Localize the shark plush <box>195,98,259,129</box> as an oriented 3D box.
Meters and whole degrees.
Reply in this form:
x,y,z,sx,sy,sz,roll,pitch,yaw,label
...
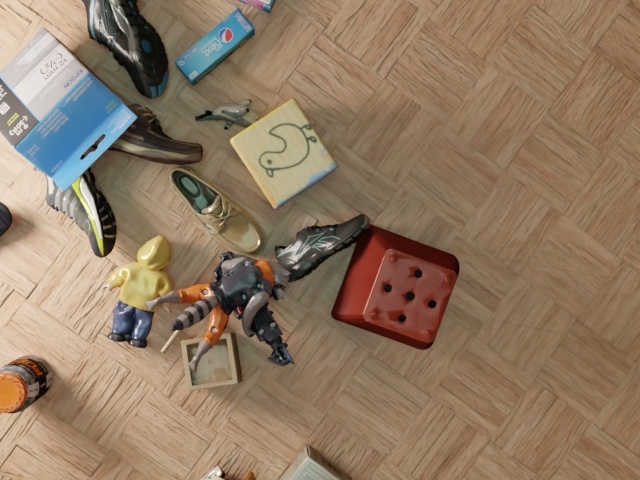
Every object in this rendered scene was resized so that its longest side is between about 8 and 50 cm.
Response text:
x,y,z,sx,sy,sz,roll,pitch,yaw,label
-0.236,-0.310,1.890,0.161,0.073,0.067,-8,122,-8,shark plush

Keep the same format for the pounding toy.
x,y,z,sx,sy,sz,roll,pitch,yaw,label
-0.306,0.272,1.887,0.181,0.094,0.206,-10,83,1,pounding toy

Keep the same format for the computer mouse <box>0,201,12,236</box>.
x,y,z,sx,sy,sz,roll,pitch,yaw,label
-0.902,-0.038,1.842,0.262,0.060,0.184,-41,108,7,computer mouse

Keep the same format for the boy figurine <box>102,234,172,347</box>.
x,y,z,sx,sy,sz,roll,pitch,yaw,label
-0.454,0.120,1.868,0.177,0.092,0.285,15,90,-4,boy figurine

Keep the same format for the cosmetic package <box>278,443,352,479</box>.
x,y,z,sx,sy,sz,roll,pitch,yaw,label
-0.066,0.701,1.901,0.160,0.113,0.309,39,90,-4,cosmetic package

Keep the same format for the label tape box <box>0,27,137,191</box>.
x,y,z,sx,sy,sz,roll,pitch,yaw,label
-0.627,-0.312,1.748,0.249,0.115,0.348,-46,57,-2,label tape box

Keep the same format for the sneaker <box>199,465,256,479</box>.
x,y,z,sx,sy,sz,roll,pitch,yaw,label
-0.303,0.643,1.901,0.290,0.106,0.123,-4,75,-6,sneaker

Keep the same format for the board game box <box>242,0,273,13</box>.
x,y,z,sx,sy,sz,roll,pitch,yaw,label
-0.226,-0.750,1.870,0.317,0.064,0.242,23,90,-4,board game box

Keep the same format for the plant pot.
x,y,z,sx,sy,sz,roll,pitch,yaw,label
0.202,0.124,1.840,0.267,0.236,0.267,20,90,-5,plant pot

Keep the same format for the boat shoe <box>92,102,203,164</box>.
x,y,z,sx,sy,sz,roll,pitch,yaw,label
-0.461,-0.276,1.835,0.356,0.132,0.130,13,89,-5,boat shoe

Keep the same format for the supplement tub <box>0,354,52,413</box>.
x,y,z,sx,sy,sz,roll,pitch,yaw,label
-0.733,0.350,1.805,0.117,0.190,0.116,0,92,-5,supplement tub

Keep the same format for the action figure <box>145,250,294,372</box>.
x,y,z,sx,sy,sz,roll,pitch,yaw,label
-0.198,0.172,1.786,0.330,0.178,0.341,-35,72,-21,action figure

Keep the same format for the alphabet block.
x,y,z,sx,sy,sz,roll,pitch,yaw,label
-0.090,-0.208,1.832,0.192,0.193,0.197,-34,94,-4,alphabet block

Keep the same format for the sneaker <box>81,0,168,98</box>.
x,y,z,sx,sy,sz,roll,pitch,yaw,label
-0.491,-0.508,1.851,0.140,0.125,0.340,-18,96,24,sneaker

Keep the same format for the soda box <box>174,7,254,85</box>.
x,y,z,sx,sy,sz,roll,pitch,yaw,label
-0.264,-0.485,1.871,0.210,0.071,0.067,-40,95,-2,soda box

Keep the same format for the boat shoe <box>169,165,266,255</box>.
x,y,z,sx,sy,sz,roll,pitch,yaw,label
-0.263,-0.073,1.870,0.302,0.098,0.109,44,89,-4,boat shoe

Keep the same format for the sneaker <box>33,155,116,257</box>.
x,y,z,sx,sy,sz,roll,pitch,yaw,label
-0.607,-0.091,1.855,0.121,0.111,0.299,-24,88,7,sneaker

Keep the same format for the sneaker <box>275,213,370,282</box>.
x,y,z,sx,sy,sz,roll,pitch,yaw,label
0.000,0.000,1.874,0.267,0.101,0.106,-33,80,13,sneaker
